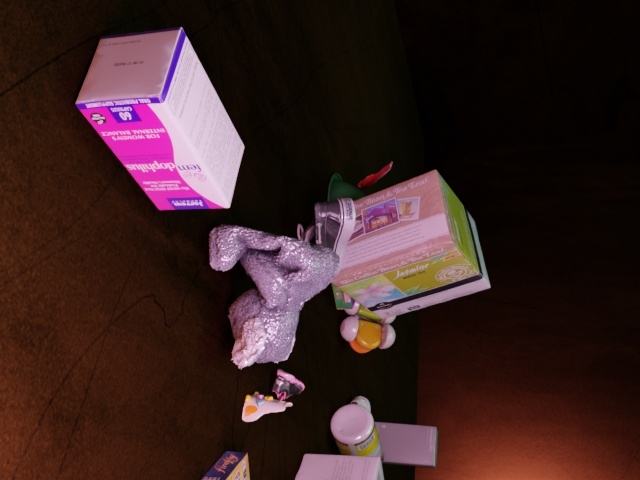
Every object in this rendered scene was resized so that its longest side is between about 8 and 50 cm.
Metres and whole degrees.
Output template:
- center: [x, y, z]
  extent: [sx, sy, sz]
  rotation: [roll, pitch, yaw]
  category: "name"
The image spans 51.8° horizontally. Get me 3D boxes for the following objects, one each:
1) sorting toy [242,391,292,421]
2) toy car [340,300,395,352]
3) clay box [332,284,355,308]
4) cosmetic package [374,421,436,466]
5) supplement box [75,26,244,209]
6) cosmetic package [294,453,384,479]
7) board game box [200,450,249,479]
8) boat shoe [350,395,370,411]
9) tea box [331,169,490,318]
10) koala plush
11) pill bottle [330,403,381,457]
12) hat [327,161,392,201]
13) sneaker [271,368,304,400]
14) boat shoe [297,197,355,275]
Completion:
- center: [-0.093, 0.304, 1.209]
  extent: [0.083, 0.075, 0.044]
  rotation: [15, 74, -74]
  category: "sorting toy"
- center: [0.130, 0.243, 1.933]
  extent: [0.136, 0.159, 0.182]
  rotation: [128, -27, -56]
  category: "toy car"
- center: [0.081, 0.084, 1.891]
  extent: [0.222, 0.053, 0.127]
  rotation: [-64, 148, -58]
  category: "clay box"
- center: [0.254, 0.654, 2.113]
  extent: [0.107, 0.238, 0.127]
  rotation: [56, 35, -63]
  category: "cosmetic package"
- center: [-0.191, -0.144, 0.837]
  extent: [0.220, 0.111, 0.113]
  rotation: [63, 30, -56]
  category: "supplement box"
- center: [0.043, 0.585, 1.466]
  extent: [0.151, 0.184, 0.151]
  rotation: [-61, 145, -61]
  category: "cosmetic package"
- center: [-0.153, 0.484, 1.040]
  extent: [0.165, 0.042, 0.243]
  rotation: [-28, 115, -73]
  category: "board game box"
- center: [0.114, 0.579, 1.949]
  extent: [0.076, 0.083, 0.226]
  rotation: [13, 64, -62]
  category: "boat shoe"
- center: [0.228, 0.025, 1.740]
  extent: [0.323, 0.329, 0.220]
  rotation: [38, 38, -50]
  category: "tea box"
- center: [-0.083, 0.104, 1.101]
  extent: [0.196, 0.203, 0.221]
  rotation: [27, 74, -72]
  category: "koala plush"
- center: [0.103, 0.551, 1.806]
  extent: [0.117, 0.117, 0.215]
  rotation: [-76, 159, -44]
  category: "pill bottle"
- center: [0.126, -0.107, 1.826]
  extent: [0.208, 0.184, 0.172]
  rotation: [22, 68, -73]
  category: "hat"
- center: [-0.071, 0.307, 1.366]
  extent: [0.057, 0.047, 0.119]
  rotation: [-65, 154, -17]
  category: "sneaker"
- center: [0.001, 0.004, 1.517]
  extent: [0.306, 0.105, 0.113]
  rotation: [112, -27, -65]
  category: "boat shoe"
